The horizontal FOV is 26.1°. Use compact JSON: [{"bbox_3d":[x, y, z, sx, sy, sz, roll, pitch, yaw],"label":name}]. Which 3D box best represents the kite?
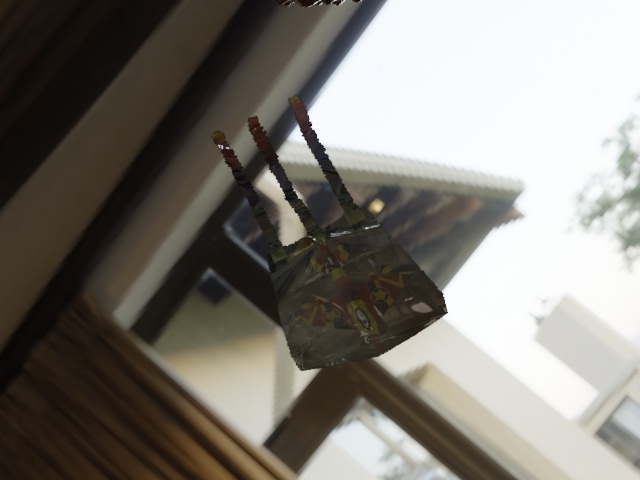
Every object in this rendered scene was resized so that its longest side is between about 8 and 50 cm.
[{"bbox_3d":[0.000,0.001,1.114,0.141,0.245,0.015,-25,25,8],"label":"kite"}]

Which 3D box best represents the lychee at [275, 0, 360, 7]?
[{"bbox_3d":[-0.017,-0.219,0.772,0.188,0.188,0.188,-46,-15,-16],"label":"lychee"}]
